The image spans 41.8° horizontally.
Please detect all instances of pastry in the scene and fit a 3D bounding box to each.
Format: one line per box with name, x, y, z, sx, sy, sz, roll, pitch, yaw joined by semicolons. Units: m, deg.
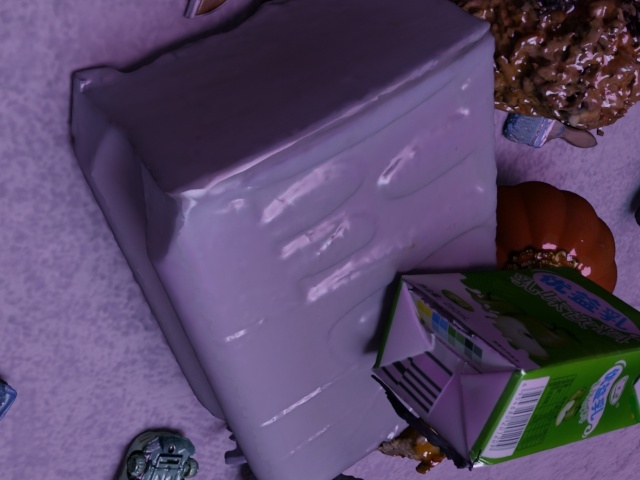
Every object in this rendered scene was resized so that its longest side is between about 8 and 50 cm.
pastry;0.223;-0.212;0.838;0.274;0.275;0.193;-12;148;-31

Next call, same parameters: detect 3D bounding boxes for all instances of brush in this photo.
brush;0.311;-0.146;1.099;0.196;0.021;0.070;9;112;-43

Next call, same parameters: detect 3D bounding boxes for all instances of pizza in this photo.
pizza;0.131;0.210;1.001;0.182;0.365;0.074;-35;96;-28

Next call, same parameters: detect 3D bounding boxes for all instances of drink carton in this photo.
drink carton;0.190;0.106;0.786;0.271;0.161;0.108;0;119;-39

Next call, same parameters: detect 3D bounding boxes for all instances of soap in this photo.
soap;0.000;0.000;0.823;0.350;0.213;0.435;-30;134;-20

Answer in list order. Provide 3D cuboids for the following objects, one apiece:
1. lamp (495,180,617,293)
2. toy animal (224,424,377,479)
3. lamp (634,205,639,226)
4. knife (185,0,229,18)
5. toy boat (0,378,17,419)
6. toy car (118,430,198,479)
lamp;0.259;0.035;1.055;0.223;0.196;0.223;1;110;2
toy animal;-0.030;0.294;1.029;0.206;0.367;0.081;43;47;-18
lamp;0.667;-0.133;1.246;0.272;0.205;0.374;7;131;-35
knife;-0.046;-0.299;0.712;0.046;0.022;0.256;15;113;-49
toy boat;-0.344;0.189;0.787;0.140;0.066;0.059;-44;139;-3
toy car;-0.211;0.308;0.978;0.093;0.058;0.186;16;96;-43
